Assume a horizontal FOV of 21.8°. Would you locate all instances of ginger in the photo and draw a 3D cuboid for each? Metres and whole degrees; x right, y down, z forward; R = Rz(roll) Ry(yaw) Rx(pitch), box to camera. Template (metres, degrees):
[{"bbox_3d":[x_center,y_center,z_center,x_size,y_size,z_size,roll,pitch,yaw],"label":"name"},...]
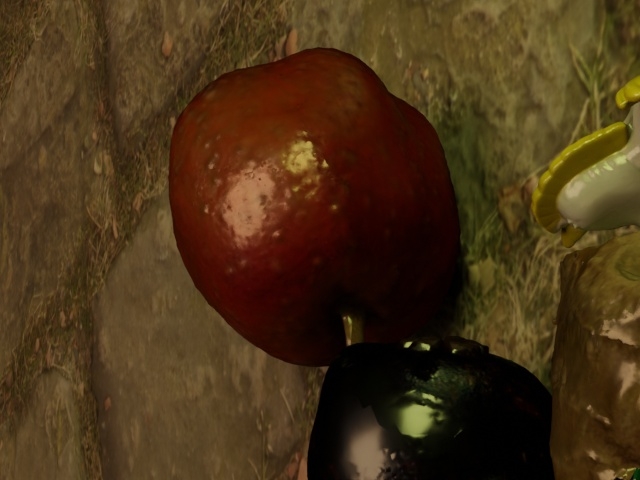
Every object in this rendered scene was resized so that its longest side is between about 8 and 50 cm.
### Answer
[{"bbox_3d":[0.228,0.127,1.183,0.219,0.123,0.270,168,103,-77],"label":"ginger"}]

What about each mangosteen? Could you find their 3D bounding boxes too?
[{"bbox_3d":[0.095,0.192,1.318,0.243,0.243,0.242,-29,57,56],"label":"mangosteen"}]

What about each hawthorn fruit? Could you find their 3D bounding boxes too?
[{"bbox_3d":[0.000,0.000,1.492,0.287,0.287,0.330,-57,35,38],"label":"hawthorn fruit"}]

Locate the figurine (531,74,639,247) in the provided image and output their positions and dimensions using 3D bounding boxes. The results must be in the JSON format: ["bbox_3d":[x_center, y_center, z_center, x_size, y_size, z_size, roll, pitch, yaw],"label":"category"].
[{"bbox_3d":[0.233,-0.059,1.219,0.178,0.130,0.109,-57,39,37],"label":"figurine"}]

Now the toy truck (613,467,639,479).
[{"bbox_3d":[0.200,0.224,1.112,0.065,0.079,0.147,-60,-8,-57],"label":"toy truck"}]
